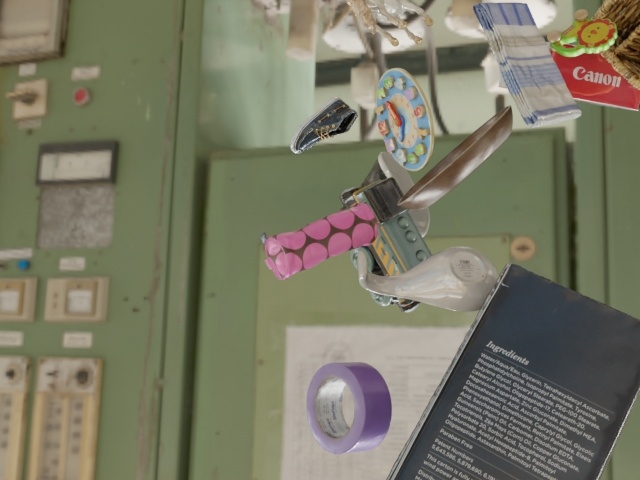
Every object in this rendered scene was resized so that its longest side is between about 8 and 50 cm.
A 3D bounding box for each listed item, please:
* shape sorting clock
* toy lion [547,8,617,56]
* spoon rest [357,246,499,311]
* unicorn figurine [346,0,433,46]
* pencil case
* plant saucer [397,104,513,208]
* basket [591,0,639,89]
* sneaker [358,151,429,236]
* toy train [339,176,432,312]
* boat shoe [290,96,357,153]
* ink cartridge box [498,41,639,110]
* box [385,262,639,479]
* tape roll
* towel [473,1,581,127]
[{"bbox_3d":[0.162,-0.237,1.572,0.040,0.206,0.206,-18,176,-17],"label":"shape sorting clock"},{"bbox_3d":[0.472,-0.362,1.417,0.100,0.096,0.034,-37,141,2],"label":"toy lion"},{"bbox_3d":[0.198,0.067,1.467,0.276,0.137,0.084,4,146,-10],"label":"spoon rest"},{"bbox_3d":[0.087,-0.296,1.029,0.111,0.060,0.162,45,-162,21],"label":"unicorn figurine"},{"bbox_3d":[0.000,0.000,1.451,0.209,0.095,0.098,-19,166,-25],"label":"pencil case"},{"bbox_3d":[0.291,-0.162,1.665,0.310,0.050,0.310,-42,180,0],"label":"plant saucer"},{"bbox_3d":[0.686,-0.405,1.469,0.223,0.214,0.299,11,140,-26],"label":"basket"},{"bbox_3d":[0.186,-0.082,2.078,0.104,0.296,0.147,11,132,-31],"label":"sneaker"},{"bbox_3d":[0.162,0.010,1.885,0.142,0.334,0.190,-25,176,-34],"label":"toy train"},{"bbox_3d":[0.008,-0.279,1.999,0.083,0.183,0.065,41,176,38],"label":"boat shoe"},{"bbox_3d":[0.666,-0.421,2.033,0.309,0.130,0.272,5,-167,-19],"label":"ink cartridge box"},{"bbox_3d":[0.366,0.375,1.460,0.297,0.472,0.480,24,163,22],"label":"box"},{"bbox_3d":[0.058,0.354,1.685,0.080,0.189,0.189,7,169,-39],"label":"tape roll"},{"bbox_3d":[0.434,-0.370,1.648,0.209,0.285,0.034,-15,169,-43],"label":"towel"}]
